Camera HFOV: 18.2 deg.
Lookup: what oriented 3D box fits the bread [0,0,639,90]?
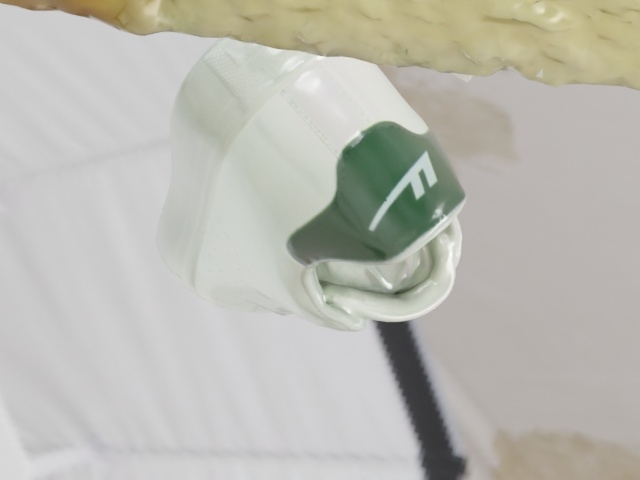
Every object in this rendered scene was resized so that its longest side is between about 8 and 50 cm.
[{"bbox_3d":[-0.027,-0.140,0.329,0.240,0.178,0.135,13,-36,5],"label":"bread"}]

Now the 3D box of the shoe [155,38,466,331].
[{"bbox_3d":[0.000,0.000,0.792,0.110,0.095,0.265,47,-11,14],"label":"shoe"}]

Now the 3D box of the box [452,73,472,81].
[{"bbox_3d":[0.054,-0.087,0.512,0.024,0.083,0.054,30,-24,2],"label":"box"}]
